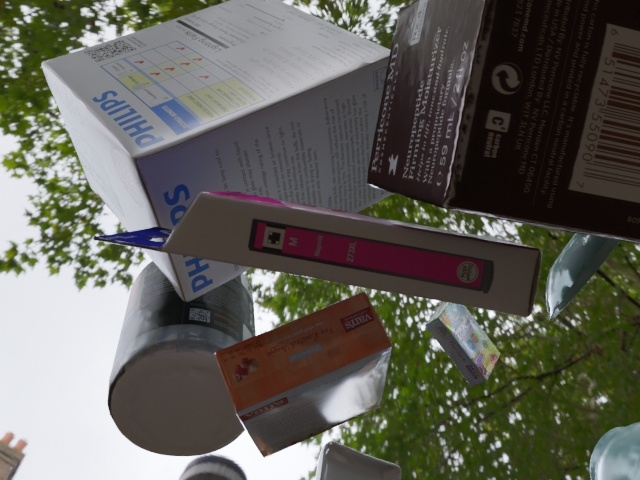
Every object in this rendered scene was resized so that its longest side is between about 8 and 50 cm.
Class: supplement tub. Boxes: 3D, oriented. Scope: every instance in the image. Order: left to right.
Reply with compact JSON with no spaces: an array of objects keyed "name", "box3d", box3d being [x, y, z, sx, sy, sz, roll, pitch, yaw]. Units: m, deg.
[{"name":"supplement tub","box3d":[-0.204,0.147,1.036,0.207,0.338,0.207,-3,-62,-6]}]

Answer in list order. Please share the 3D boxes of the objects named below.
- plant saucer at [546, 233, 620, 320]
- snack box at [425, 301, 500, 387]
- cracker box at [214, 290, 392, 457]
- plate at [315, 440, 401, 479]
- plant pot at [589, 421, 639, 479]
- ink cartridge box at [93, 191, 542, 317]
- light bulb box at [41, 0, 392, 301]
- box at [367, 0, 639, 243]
[{"name":"plant saucer","box3d":[0.321,0.010,0.794,0.037,0.195,0.195,40,-73,23]},{"name":"snack box","box3d":[0.258,0.179,1.201,0.037,0.100,0.141,-37,-90,35]},{"name":"cracker box","box3d":[-0.012,0.151,0.708,0.156,0.232,0.067,-21,-116,-9]},{"name":"plate","box3d":[0.053,0.545,1.266,0.045,0.278,0.277,-7,-29,38]},{"name":"plant pot","box3d":[0.720,0.517,1.446,0.293,0.196,0.293,-1,-88,-22]},{"name":"ink cartridge box","box3d":[0.000,0.000,0.629,0.371,0.176,0.069,8,-86,3]},{"name":"light bulb box","box3d":[-0.134,-0.158,0.938,0.361,0.358,0.225,-28,-47,-23]},{"name":"box","box3d":[0.153,-0.102,0.526,0.167,0.203,0.168,8,-83,-12]}]
